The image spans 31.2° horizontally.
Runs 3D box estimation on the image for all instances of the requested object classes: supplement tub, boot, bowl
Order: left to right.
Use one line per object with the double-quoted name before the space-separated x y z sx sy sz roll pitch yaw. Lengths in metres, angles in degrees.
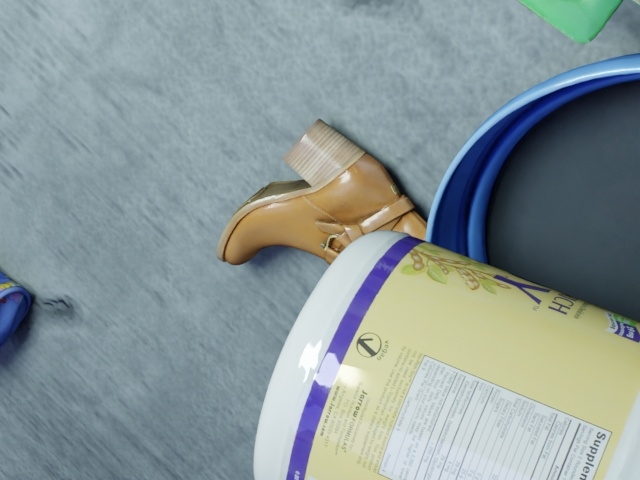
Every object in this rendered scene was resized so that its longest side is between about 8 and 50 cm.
"boot" 0.000 0.000 1.069 0.152 0.073 0.197 43 128 0
"supplement tub" 0.144 0.152 0.850 0.331 0.241 0.241 21 121 17
"bowl" 0.278 0.034 0.908 0.391 0.077 0.391 14 124 23

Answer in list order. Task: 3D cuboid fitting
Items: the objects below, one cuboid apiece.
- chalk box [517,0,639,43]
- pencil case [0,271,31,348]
"chalk box" 0.222 -0.273 0.753 0.180 0.179 0.289 37 126 8
"pencil case" -0.478 0.015 1.306 0.306 0.133 0.119 38 92 8
